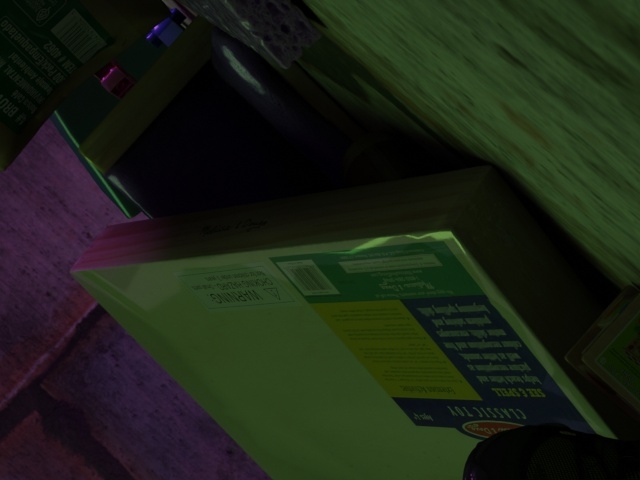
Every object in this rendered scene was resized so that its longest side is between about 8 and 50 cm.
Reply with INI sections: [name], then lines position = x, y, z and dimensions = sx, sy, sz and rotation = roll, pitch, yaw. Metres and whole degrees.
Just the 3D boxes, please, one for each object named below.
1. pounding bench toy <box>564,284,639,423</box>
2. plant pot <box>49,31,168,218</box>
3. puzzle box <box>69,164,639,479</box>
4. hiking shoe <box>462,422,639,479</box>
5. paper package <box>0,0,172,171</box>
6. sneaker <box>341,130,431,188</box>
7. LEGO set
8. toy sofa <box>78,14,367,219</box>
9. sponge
[pounding bench toy]
position = 0.171, 0.067, 0.714
dimensions = 0.083, 0.052, 0.065
rotation = 42, 177, 4
[plant pot]
position = -0.234, -0.177, 1.591
dimensions = 0.234, 0.165, 0.166
rotation = 53, 173, -24
[puzzle box]
position = 0.034, 0.084, 0.955
dimensions = 0.409, 0.052, 0.272
rotation = -6, 131, 51
[hiking shoe]
position = 0.171, 0.126, 0.724
dimensions = 0.227, 0.114, 0.086
rotation = 11, -118, -39
[paper package]
position = -0.300, -0.251, 0.956
dimensions = 0.309, 0.168, 0.325
rotation = 49, -178, 42
[sneaker]
position = 0.067, 0.013, 0.947
dimensions = 0.188, 0.066, 0.071
rotation = 55, -177, -43
[LEGO set]
position = -0.144, -0.165, 1.303
dimensions = 0.093, 0.087, 0.227
rotation = 45, -176, 18
[toy sofa]
position = 0.000, 0.000, 1.086
dimensions = 0.362, 0.150, 0.177
rotation = 43, 178, -13
[sponge]
position = -0.085, -0.173, 0.849
dimensions = 0.117, 0.031, 0.210
rotation = 45, 177, -33
